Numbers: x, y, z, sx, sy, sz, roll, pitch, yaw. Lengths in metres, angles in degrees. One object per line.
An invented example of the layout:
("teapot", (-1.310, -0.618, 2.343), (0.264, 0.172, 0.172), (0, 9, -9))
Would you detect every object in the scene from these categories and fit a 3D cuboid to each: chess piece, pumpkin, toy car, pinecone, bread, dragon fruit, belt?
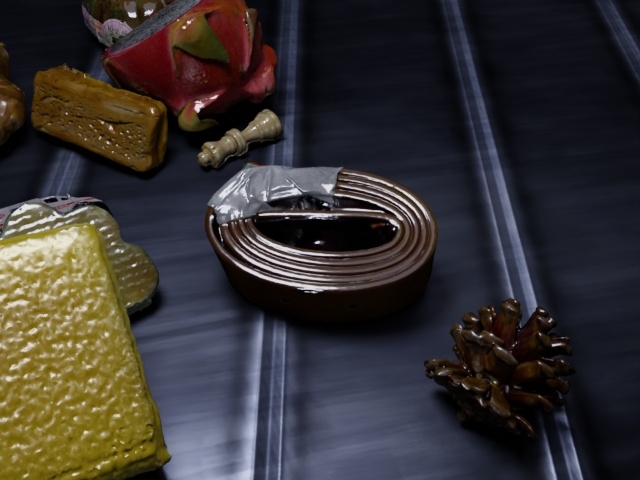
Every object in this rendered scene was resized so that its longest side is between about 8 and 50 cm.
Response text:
("chess piece", (-0.150, -0.180, 1.441), (0.172, 0.060, 0.060), (-34, 55, -29))
("pumpkin", (-0.366, -0.497, 1.661), (0.260, 0.189, 0.260), (3, 43, -2))
("toy car", (-0.430, -0.017, 1.233), (0.209, 0.089, 0.108), (-20, 38, -17))
("pinecone", (0.242, 0.162, 1.037), (0.195, 0.150, 0.179), (-29, 46, -32))
("bread", (-0.385, 0.043, 1.133), (0.286, 0.056, 0.207), (-16, 80, -22))
("dragon fruit", (-0.223, -0.327, 1.467), (0.305, 0.226, 0.305), (-26, 29, 16))
("bread", (-0.378, 0.162, 0.928), (0.333, 0.143, 0.324), (-14, 78, -21))
("belt", (0.000, 0.000, 1.174), (0.338, 0.122, 0.217), (5, 62, 6))
("bread", (-0.392, -0.223, 1.413), (0.271, 0.139, 0.077), (20, 21, 20))

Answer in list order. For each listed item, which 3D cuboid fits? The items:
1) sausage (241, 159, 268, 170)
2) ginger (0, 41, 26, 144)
("sausage", (-0.008, -0.064, 1.314), (0.264, 0.083, 0.083), (16, 45, 11))
("ginger", (-0.694, -0.232, 1.408), (0.357, 0.152, 0.274), (-27, 71, -27))
